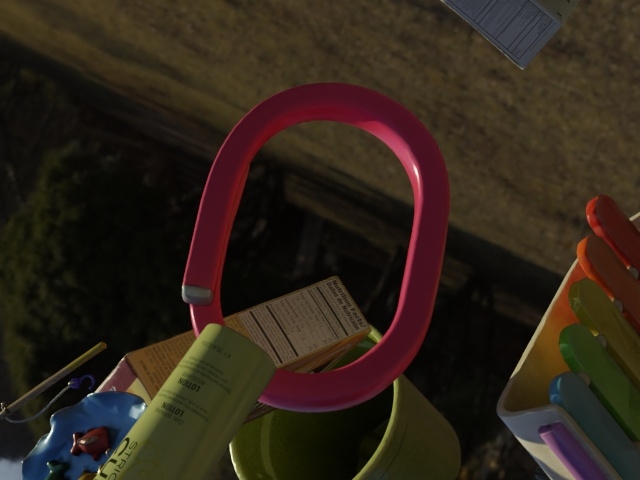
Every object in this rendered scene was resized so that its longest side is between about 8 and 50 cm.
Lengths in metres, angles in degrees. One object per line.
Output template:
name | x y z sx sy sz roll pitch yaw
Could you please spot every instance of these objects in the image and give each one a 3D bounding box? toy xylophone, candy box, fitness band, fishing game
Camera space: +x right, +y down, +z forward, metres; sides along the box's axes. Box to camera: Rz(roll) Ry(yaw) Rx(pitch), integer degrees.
toy xylophone | 0.263 0.121 1.019 0.236 0.322 0.081 45 133 -15
candy box | -0.111 0.157 1.392 0.316 0.183 0.087 -20 -109 -43
fitness band | 0.000 0.000 1.036 0.209 0.290 0.054 10 158 4
fishing game | -0.201 0.224 1.080 0.041 0.189 0.264 28 -143 -57

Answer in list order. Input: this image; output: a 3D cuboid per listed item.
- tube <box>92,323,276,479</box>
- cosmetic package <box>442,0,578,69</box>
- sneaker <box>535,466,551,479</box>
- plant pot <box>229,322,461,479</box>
tube | -0.117 0.167 0.836 0.062 0.240 0.070 40 158 -13
cosmetic package | 0.194 -0.242 1.146 0.099 0.060 0.239 42 -149 -1
sneaker | 0.333 0.328 1.564 0.086 0.228 0.132 17 175 45
plant pot | 0.057 0.277 1.704 0.276 0.276 0.254 19 166 44
